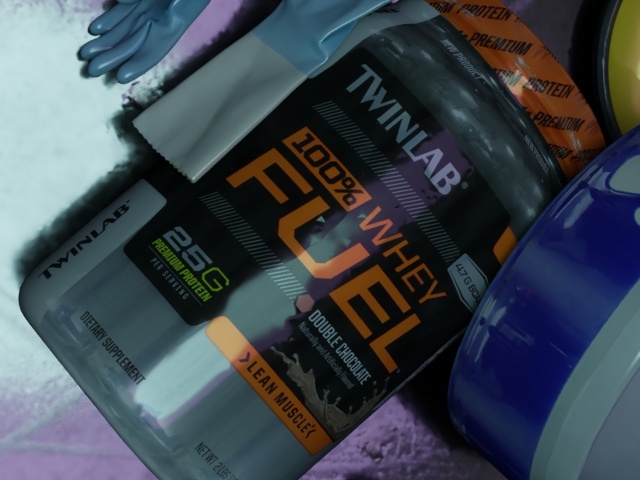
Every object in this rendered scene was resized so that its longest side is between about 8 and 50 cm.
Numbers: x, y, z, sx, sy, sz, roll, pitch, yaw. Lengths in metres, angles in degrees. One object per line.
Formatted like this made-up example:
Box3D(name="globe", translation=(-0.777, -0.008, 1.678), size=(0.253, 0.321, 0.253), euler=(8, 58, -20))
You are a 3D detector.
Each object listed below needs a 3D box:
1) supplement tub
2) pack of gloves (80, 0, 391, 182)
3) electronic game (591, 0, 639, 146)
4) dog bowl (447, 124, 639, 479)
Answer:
Box3D(name="supplement tub", translation=(0.000, 0.000, 1.076), size=(0.338, 0.207, 0.207), euler=(-42, 101, -6))
Box3D(name="pack of gloves", translation=(-0.043, -0.163, 1.065), size=(0.232, 0.195, 0.046), euler=(-41, 131, -6))
Box3D(name="electronic game", translation=(0.299, -0.121, 1.208), size=(0.229, 0.048, 0.229), euler=(-1, 94, -11))
Box3D(name="dog bowl", translation=(0.205, 0.052, 1.092), size=(0.104, 0.265, 0.265), euler=(40, 85, 27))
